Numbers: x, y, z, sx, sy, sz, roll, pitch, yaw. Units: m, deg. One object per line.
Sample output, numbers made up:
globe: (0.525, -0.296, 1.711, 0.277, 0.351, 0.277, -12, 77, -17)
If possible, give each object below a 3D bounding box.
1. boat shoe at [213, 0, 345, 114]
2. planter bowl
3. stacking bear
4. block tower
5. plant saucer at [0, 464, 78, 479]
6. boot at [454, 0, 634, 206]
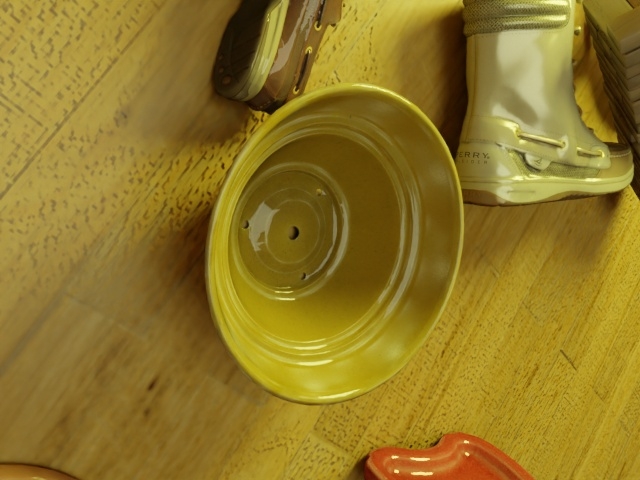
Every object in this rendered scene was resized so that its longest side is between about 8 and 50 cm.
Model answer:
boat shoe: (-0.015, -0.172, 0.368, 0.060, 0.064, 0.178, 19, 95, -41)
planter bowl: (0.000, 0.000, 0.393, 0.217, 0.090, 0.217, -7, 103, -34)
stacking bear: (0.116, 0.367, 0.519, 0.175, 0.164, 0.289, 5, 101, -36)
block tower: (0.369, -0.143, 0.570, 0.335, 0.090, 0.097, 39, 33, -47)
plant saucer: (-0.217, 0.239, 0.322, 0.199, 0.037, 0.200, -7, 103, -34)
boot: (0.233, -0.146, 0.531, 0.261, 0.095, 0.204, -9, 103, -31)
